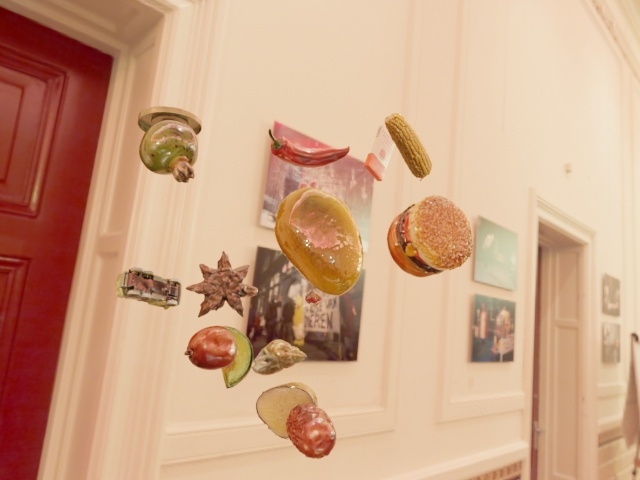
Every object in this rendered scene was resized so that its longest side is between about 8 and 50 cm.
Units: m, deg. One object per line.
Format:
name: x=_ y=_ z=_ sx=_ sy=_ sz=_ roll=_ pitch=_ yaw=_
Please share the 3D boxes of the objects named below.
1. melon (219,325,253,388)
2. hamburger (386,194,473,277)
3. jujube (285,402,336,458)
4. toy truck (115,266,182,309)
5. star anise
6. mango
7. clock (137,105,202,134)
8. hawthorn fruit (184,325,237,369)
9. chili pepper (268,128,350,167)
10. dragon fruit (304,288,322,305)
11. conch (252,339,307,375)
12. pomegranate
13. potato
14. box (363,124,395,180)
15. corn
melon: x=-0.371 y=0.474 z=1.991 sx=0.129 sy=0.265 sz=0.169 roll=-8 pitch=8 yaw=-22
hamburger: x=0.463 y=-0.018 z=1.919 sx=0.329 sy=0.330 sz=0.250 roll=9 pitch=-20 yaw=-21
jujube: x=-0.020 y=0.441 z=1.076 sx=0.112 sy=0.109 sz=0.176 roll=7 pitch=-11 yaw=-10
toy truck: x=-0.512 y=0.147 z=1.354 sx=0.116 sy=0.085 sz=0.191 roll=-18 pitch=-27 yaw=31
star anise: x=-0.426 y=0.215 z=2.011 sx=0.315 sy=0.316 sz=0.108 roll=11 pitch=-13 yaw=-30
mango: x=0.000 y=0.000 z=1.428 sx=0.252 sy=0.365 sz=0.182 roll=-20 pitch=-26 yaw=-10
clock: x=-0.576 y=-0.446 z=1.774 sx=0.234 sy=0.029 sz=0.235 roll=-1 pitch=-13 yaw=0
hawthorn fruit: x=-0.398 y=0.387 z=1.657 sx=0.169 sy=0.169 sz=0.188 roll=-1 pitch=-8 yaw=37
chili pepper: x=-0.065 y=-0.355 z=1.826 sx=0.368 sy=0.092 sz=0.137 roll=3 pitch=-49 yaw=-35
dragon fruit: x=-0.032 y=0.252 z=2.009 sx=0.056 sy=0.060 sz=0.083 roll=43 pitch=-4 yaw=-21
conch: x=-0.153 y=0.409 z=1.608 sx=0.106 sy=0.173 sz=0.116 roll=53 pitch=-9 yaw=-16
pomegranate: x=-0.496 y=-0.292 z=1.557 sx=0.202 sy=0.248 sz=0.202 roll=-30 pitch=-23 yaw=-14
potato: x=-0.095 y=0.534 z=1.510 sx=0.202 sy=0.182 sz=0.117 roll=-11 pitch=10 yaw=13
box: x=0.294 y=-0.428 z=2.263 sx=0.035 sy=0.245 sz=0.139 roll=2 pitch=-28 yaw=42
corn: x=0.368 y=-0.379 z=1.878 sx=0.101 sy=0.101 sz=0.310 roll=-5 pitch=-55 yaw=50
